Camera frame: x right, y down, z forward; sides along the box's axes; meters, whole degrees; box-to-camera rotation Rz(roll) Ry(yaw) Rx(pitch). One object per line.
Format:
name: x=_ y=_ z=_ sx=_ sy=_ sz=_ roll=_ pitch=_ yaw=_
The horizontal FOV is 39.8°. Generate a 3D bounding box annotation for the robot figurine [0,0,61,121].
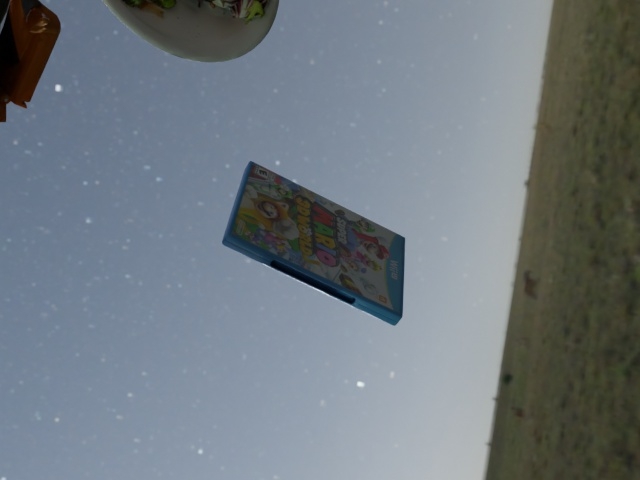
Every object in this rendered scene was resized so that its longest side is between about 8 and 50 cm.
robot figurine: x=-0.159 y=-0.184 z=0.397 sx=0.085 sy=0.211 sz=0.291 roll=-1 pitch=-57 yaw=-43

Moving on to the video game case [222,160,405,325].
video game case: x=0.000 y=0.000 z=0.783 sx=0.015 sy=0.166 sz=0.119 roll=-56 pitch=15 yaw=33

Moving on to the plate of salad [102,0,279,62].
plate of salad: x=-0.110 y=-0.247 z=0.739 sx=0.200 sy=0.048 sz=0.199 roll=13 pitch=-112 yaw=-36
